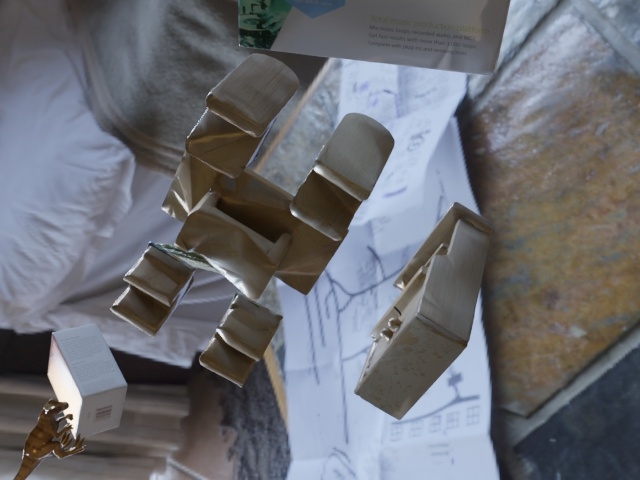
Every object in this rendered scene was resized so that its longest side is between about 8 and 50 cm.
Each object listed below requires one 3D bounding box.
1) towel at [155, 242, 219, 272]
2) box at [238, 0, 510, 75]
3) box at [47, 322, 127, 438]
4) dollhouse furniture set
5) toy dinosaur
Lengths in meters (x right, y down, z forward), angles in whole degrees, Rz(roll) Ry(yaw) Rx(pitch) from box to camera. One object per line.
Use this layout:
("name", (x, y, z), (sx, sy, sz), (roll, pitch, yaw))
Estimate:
("towel", (-0.286, 0.038, 1.730), (0.148, 0.110, 0.027), (13, 80, 23))
("box", (0.052, -0.296, 0.611), (0.058, 0.232, 0.322), (-77, -8, -53))
("box", (-0.455, 0.271, 1.518), (0.170, 0.091, 0.130), (51, 136, 35))
("dollhouse furniture set", (0.000, 0.000, 1.004), (0.362, 0.394, 0.256), (-58, 2, 37))
("toy dinosaur", (-0.436, 0.324, 1.213), (0.064, 0.112, 0.211), (37, 104, 40))
